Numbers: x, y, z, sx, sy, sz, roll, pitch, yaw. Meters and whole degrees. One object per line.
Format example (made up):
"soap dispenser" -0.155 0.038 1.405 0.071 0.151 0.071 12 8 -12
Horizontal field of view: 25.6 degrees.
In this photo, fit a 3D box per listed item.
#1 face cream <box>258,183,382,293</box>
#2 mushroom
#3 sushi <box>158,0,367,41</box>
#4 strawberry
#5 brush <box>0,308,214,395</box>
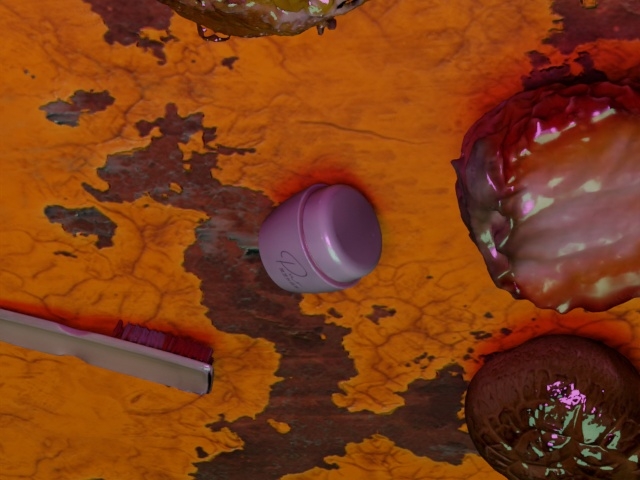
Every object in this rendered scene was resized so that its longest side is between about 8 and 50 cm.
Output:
"face cream" 0.000 0.000 1.515 0.104 0.117 0.117 -20 130 35
"mushroom" 0.292 0.216 1.682 0.253 0.153 0.253 12 142 9
"sushi" -0.073 -0.267 1.214 0.296 0.167 0.179 28 174 -13
"strawberry" 0.301 -0.071 1.390 0.336 0.149 0.265 -13 128 7
"brush" -0.283 0.120 1.740 0.321 0.050 0.060 14 140 5
